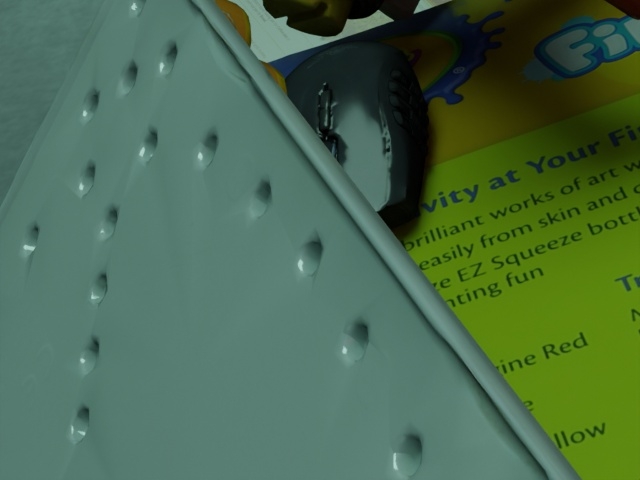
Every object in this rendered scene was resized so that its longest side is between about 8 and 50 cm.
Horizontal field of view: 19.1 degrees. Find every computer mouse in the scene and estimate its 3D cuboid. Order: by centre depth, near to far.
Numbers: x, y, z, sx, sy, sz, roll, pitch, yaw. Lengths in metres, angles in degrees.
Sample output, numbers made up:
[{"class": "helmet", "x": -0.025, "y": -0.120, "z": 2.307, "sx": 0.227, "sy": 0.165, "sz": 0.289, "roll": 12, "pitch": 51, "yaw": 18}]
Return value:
[{"class": "computer mouse", "x": 0.000, "y": 0.000, "z": 0.680, "sx": 0.071, "sy": 0.041, "sz": 0.242, "roll": -11, "pitch": 39, "yaw": 14}]

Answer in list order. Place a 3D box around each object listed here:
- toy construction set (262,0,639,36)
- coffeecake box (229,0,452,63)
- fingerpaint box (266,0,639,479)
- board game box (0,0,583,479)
[{"class": "toy construction set", "x": 0.090, "y": -0.190, "z": 0.760, "sx": 0.308, "sy": 0.257, "sz": 0.237, "roll": 2, "pitch": -9, "yaw": -30}, {"class": "coffeecake box", "x": -0.007, "y": -0.094, "z": 1.047, "sx": 0.185, "sy": 0.068, "sz": 0.142, "roll": -26, "pitch": 37, "yaw": -8}, {"class": "fingerpaint box", "x": 0.195, "y": 0.024, "z": 0.724, "sx": 0.444, "sy": 0.163, "sz": 0.371, "roll": -19, "pitch": 37, "yaw": 3}, {"class": "board game box", "x": -0.067, "y": 0.153, "z": 0.582, "sx": 0.390, "sy": 0.050, "sz": 0.390, "roll": -61, "pitch": 34, "yaw": 18}]
